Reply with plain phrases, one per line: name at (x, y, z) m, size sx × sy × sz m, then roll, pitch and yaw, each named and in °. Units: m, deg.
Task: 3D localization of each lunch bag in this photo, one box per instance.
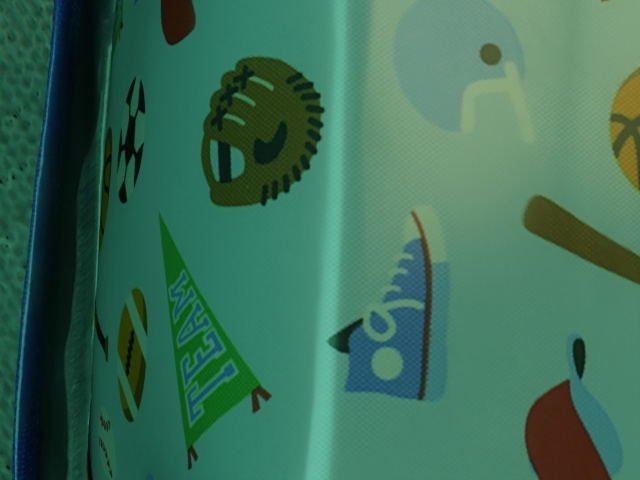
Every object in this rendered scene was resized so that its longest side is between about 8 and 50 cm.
lunch bag at (0.000, 0.000, 0.672) m, size 0.239 × 0.385 × 0.327 m, roll 5°, pitch 82°, yaw -19°
